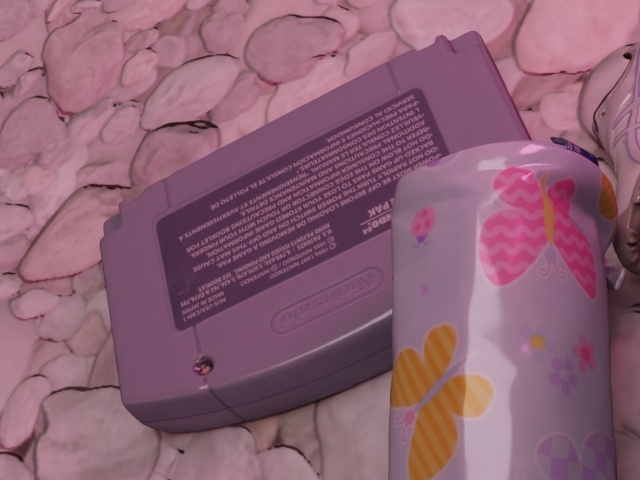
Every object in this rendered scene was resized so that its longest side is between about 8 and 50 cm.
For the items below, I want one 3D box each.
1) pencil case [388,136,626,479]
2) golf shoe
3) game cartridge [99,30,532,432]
[{"bbox_3d":[0.092,0.089,0.588,0.113,0.124,0.273,-20,57,43],"label":"pencil case"},{"bbox_3d":[0.193,-0.052,0.707,0.086,0.069,0.176,-7,49,50],"label":"golf shoe"},{"bbox_3d":[0.000,0.000,0.774,0.294,0.060,0.196,-26,45,12],"label":"game cartridge"}]
